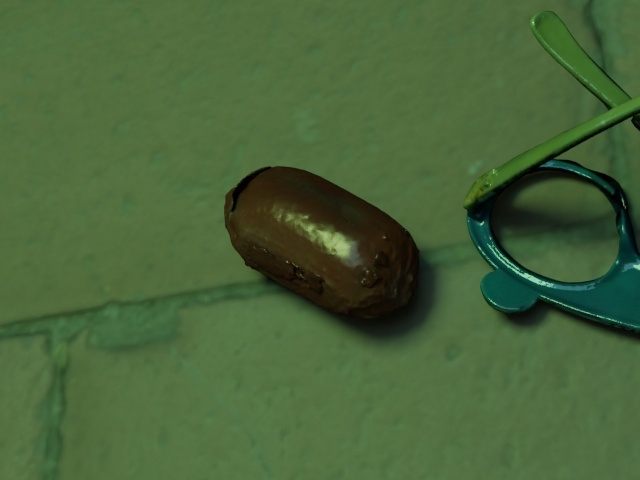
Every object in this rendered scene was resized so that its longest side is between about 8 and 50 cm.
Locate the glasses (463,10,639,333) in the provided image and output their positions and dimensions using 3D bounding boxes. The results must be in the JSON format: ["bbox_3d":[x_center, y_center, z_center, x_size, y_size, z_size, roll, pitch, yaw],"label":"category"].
[{"bbox_3d":[0.199,-0.048,0.766,0.239,0.206,0.102,16,32,23],"label":"glasses"}]

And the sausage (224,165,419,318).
[{"bbox_3d":[0.000,0.000,0.847,0.141,0.076,0.076,32,76,30],"label":"sausage"}]
